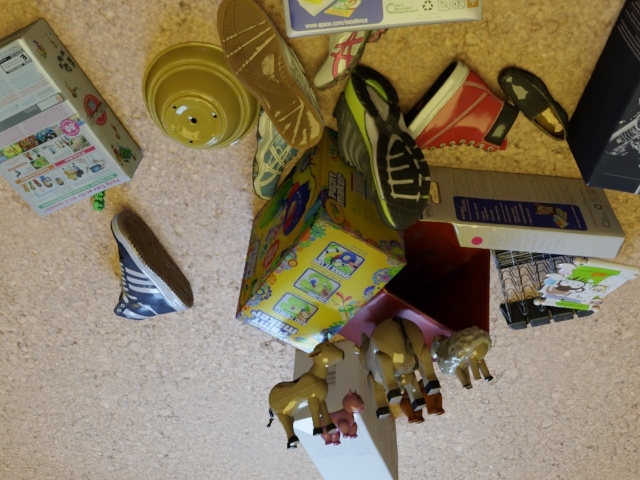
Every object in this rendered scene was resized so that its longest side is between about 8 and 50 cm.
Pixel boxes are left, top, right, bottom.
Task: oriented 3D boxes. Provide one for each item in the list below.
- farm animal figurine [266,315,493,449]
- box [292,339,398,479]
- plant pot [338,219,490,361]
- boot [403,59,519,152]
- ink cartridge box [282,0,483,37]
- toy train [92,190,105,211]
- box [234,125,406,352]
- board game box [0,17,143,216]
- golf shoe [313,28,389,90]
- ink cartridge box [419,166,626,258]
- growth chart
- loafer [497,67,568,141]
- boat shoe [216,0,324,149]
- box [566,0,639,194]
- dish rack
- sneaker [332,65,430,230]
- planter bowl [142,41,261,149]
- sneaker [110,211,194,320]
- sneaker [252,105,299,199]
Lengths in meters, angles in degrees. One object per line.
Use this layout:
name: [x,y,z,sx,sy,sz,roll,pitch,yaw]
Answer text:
farm animal figurine: [0.091,0.229,1.207,0.330,0.172,0.327,-2,150,-28]
box: [0.065,0.444,1.680,0.168,0.215,0.345,-14,127,14]
plant pot: [0.162,0.098,1.380,0.267,0.268,0.235,32,137,-22]
boot: [0.231,-0.177,1.232,0.176,0.088,0.244,35,120,-15]
ink cartridge box: [0.084,-0.471,1.007,0.303,0.072,0.308,-3,111,6]
toy train: [-0.451,-0.094,1.390,0.023,0.017,0.083,18,129,2]
box: [0.000,0.000,1.268,0.177,0.290,0.279,28,124,-19]
board game box: [-0.509,-0.211,1.246,0.223,0.098,0.303,-19,125,18]
golf shoe: [0.042,-0.335,1.141,0.086,0.067,0.186,38,113,-13]
ink cartridge box: [0.357,-0.057,1.277,0.370,0.176,0.069,6,130,-2]
growth chart: [0.517,0.088,1.342,0.171,0.021,0.237,5,154,-4]
loafer: [0.380,-0.238,1.201,0.170,0.061,0.062,32,125,-21]
boat shoe: [-0.081,-0.286,1.166,0.098,0.096,0.277,-25,103,19]
box: [0.635,-0.234,1.118,0.342,0.179,0.313,9,131,-4]
dish rack: [0.472,0.073,1.449,0.208,0.074,0.272,-14,125,12]
sneaker: [0.097,-0.146,1.173,0.111,0.300,0.121,1,152,-28]
planter bowl: [-0.218,-0.233,1.217,0.217,0.090,0.217,1,129,2]
sneaker: [-0.405,0.069,1.469,0.153,0.099,0.282,-18,129,14]
sneaker: [-0.081,-0.161,1.275,0.081,0.080,0.211,9,130,-2]
